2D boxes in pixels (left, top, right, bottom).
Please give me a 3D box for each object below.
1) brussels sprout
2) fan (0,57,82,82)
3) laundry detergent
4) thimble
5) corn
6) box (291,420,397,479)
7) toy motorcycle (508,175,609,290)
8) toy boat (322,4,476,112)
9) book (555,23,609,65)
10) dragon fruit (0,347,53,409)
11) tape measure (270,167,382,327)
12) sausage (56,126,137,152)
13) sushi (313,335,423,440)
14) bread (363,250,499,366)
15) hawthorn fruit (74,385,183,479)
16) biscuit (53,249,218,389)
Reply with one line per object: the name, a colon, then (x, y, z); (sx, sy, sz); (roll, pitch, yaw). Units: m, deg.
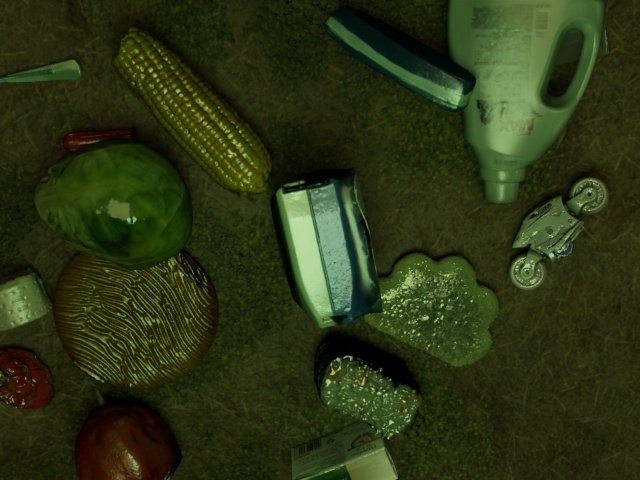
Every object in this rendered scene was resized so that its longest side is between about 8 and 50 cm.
brussels sprout: (-0.362, -0.065, 1.296); (0.271, 0.219, 0.210); (1, 64, 10)
fan: (-0.524, -0.293, 1.330); (0.193, 0.016, 0.038); (-10, 106, -1)
laundry detergent: (0.352, -0.264, 1.317); (0.263, 0.125, 0.398); (3, 108, 11)
thimble: (-0.570, 0.110, 1.381); (0.115, 0.102, 0.090); (-22, 101, -6)
corn: (-0.220, -0.221, 1.313); (0.120, 0.120, 0.363); (-41, 102, 7)
box: (0.044, 0.442, 1.477); (0.199, 0.135, 0.081); (-24, 104, 4)
toy motorcycle: (0.441, -0.020, 1.415); (0.112, 0.112, 0.254); (33, 101, -10)
toy boat: (0.133, -0.323, 1.291); (0.299, 0.096, 0.062); (34, 125, 14)
book: (0.432, -0.384, 1.361); (0.181, 0.014, 0.127); (-13, 104, 0)
dragon fruit: (-0.579, 0.259, 1.414); (0.162, 0.106, 0.083); (35, 98, -8)
tape measure: (-0.001, 0.001, 1.305); (0.138, 0.262, 0.260); (-12, 104, -7)
sausage: (-0.407, -0.179, 1.348); (0.145, 0.050, 0.048); (-4, 145, -3)
sushi: (0.088, 0.277, 1.445); (0.225, 0.126, 0.136); (33, 99, -12)
bread: (0.228, 0.122, 1.452); (0.286, 0.056, 0.207); (22, 103, -9)
hawthorn fruit: (-0.376, 0.394, 1.423); (0.189, 0.189, 0.252); (-25, 97, 3)
biscuit: (-0.356, 0.141, 1.431); (0.317, 0.040, 0.318); (0, 103, -2)
